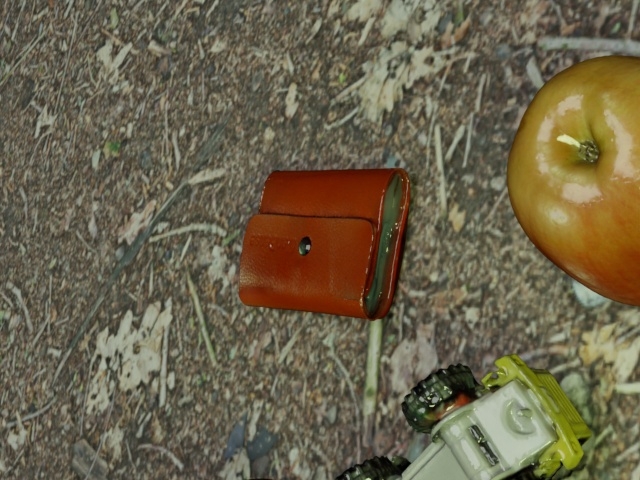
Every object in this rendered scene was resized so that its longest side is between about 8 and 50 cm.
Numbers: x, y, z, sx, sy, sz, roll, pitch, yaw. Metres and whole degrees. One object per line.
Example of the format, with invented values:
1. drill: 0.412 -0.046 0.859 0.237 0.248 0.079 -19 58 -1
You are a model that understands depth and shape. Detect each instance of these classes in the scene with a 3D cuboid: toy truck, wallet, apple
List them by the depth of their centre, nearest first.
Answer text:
1. apple: 0.224 -0.044 1.033 0.199 0.199 0.199 -23 59 46
2. toy truck: 0.094 0.209 1.166 0.286 0.111 0.136 -50 58 32
3. wallet: 0.000 0.000 1.419 0.204 0.045 0.142 3 79 53

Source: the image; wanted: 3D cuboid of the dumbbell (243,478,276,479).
1. dumbbell: -0.050 0.327 1.282 0.124 0.140 0.225 88 165 -48
